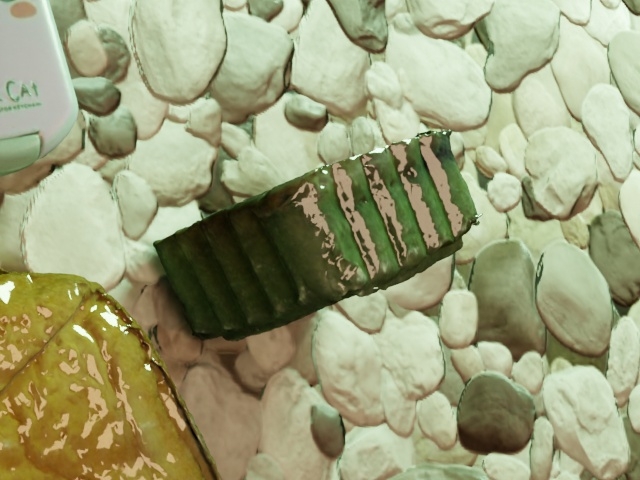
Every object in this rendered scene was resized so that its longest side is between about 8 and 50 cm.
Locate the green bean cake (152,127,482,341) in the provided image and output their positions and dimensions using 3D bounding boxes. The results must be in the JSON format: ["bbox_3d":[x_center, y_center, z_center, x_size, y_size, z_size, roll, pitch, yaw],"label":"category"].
[{"bbox_3d":[0.000,0.000,1.101,0.181,0.173,0.094,-23,92,-42],"label":"green bean cake"}]

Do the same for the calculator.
[{"bbox_3d":[-0.244,-0.160,1.032,0.141,0.045,0.246,-12,85,-40],"label":"calculator"}]

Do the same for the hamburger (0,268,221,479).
[{"bbox_3d":[-0.182,0.152,0.937,0.259,0.145,0.283,-21,96,-36],"label":"hamburger"}]
